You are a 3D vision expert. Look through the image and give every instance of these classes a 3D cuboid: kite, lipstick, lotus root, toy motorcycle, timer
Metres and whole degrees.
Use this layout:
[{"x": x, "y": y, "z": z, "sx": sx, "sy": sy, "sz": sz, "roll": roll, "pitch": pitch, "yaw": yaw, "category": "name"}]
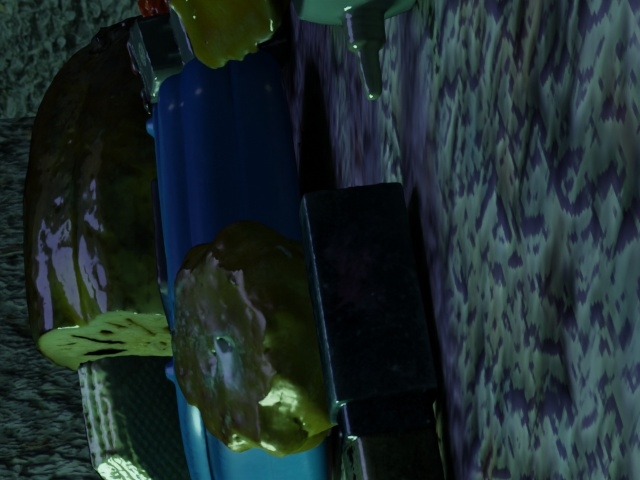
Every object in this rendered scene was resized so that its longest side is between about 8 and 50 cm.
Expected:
[{"x": 0.000, "y": 0.000, "z": 1.165, "sx": 0.183, "sy": 0.010, "sz": 0.160, "roll": -149, "pitch": 51, "yaw": -87, "category": "kite"}, {"x": 0.038, "y": 0.128, "z": 0.729, "sx": 0.051, "sy": 0.051, "sz": 0.312, "roll": 104, "pitch": 158, "yaw": -70, "category": "lipstick"}, {"x": -0.161, "y": -0.047, "z": 1.572, "sx": 0.250, "sy": 0.250, "sz": 0.346, "roll": 105, "pitch": 163, "yaw": -74, "category": "lotus root"}, {"x": -0.120, "y": -0.267, "z": 1.330, "sx": 0.221, "sy": 0.147, "sz": 0.326, "roll": 123, "pitch": 129, "yaw": -73, "category": "toy motorcycle"}, {"x": -0.056, "y": 0.046, "z": 1.212, "sx": 0.340, "sy": 0.115, "sz": 0.309, "roll": 86, "pitch": 178, "yaw": -60, "category": "timer"}]

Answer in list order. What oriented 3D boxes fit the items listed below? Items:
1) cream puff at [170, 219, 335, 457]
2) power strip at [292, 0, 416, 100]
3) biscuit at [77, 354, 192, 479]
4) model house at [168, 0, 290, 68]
[{"x": -0.016, "y": 0.055, "z": 0.945, "sx": 0.146, "sy": 0.116, "sz": 0.146, "roll": 15, "pitch": 109, "yaw": 52, "category": "cream puff"}, {"x": 0.009, "y": -0.179, "z": 0.716, "sx": 0.167, "sy": 0.054, "sz": 0.253, "roll": 90, "pitch": 173, "yaw": -59, "category": "power strip"}, {"x": -0.096, "y": 0.167, "z": 1.356, "sx": 0.252, "sy": 0.052, "sz": 0.150, "roll": 8, "pitch": -112, "yaw": -55, "category": "biscuit"}, {"x": -0.089, "y": -0.222, "z": 1.023, "sx": 0.239, "sy": 0.173, "sz": 0.268, "roll": 93, "pitch": 168, "yaw": -57, "category": "model house"}]
